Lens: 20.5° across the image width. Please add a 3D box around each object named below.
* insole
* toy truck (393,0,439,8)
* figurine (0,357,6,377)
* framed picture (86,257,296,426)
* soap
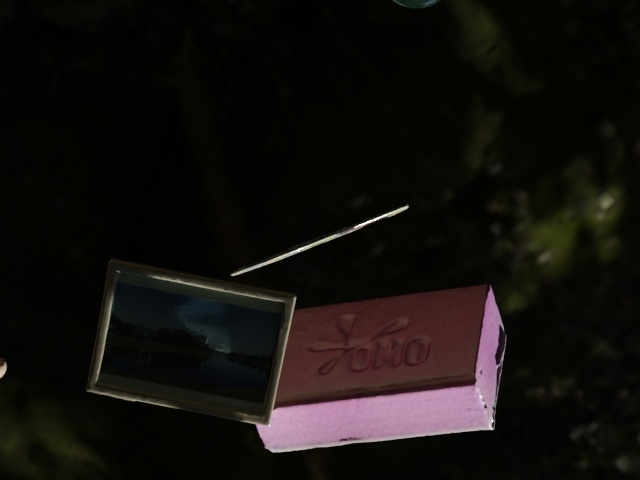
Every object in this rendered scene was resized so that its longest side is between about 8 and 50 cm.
[{"bbox_3d":[0.000,0.000,1.771,0.193,0.006,0.065,-21,178,-12],"label":"insole"},{"bbox_3d":[0.087,-0.318,1.796,0.101,0.125,0.242,-53,-169,24],"label":"toy truck"},{"bbox_3d":[-0.419,0.122,1.759,0.215,0.187,0.343,-48,-171,8],"label":"figurine"},{"bbox_3d":[-0.102,0.080,1.383,0.011,0.149,0.109,-86,-173,-80],"label":"framed picture"},{"bbox_3d":[0.067,0.139,1.935,0.259,0.081,0.181,-8,-147,18],"label":"soap"}]
